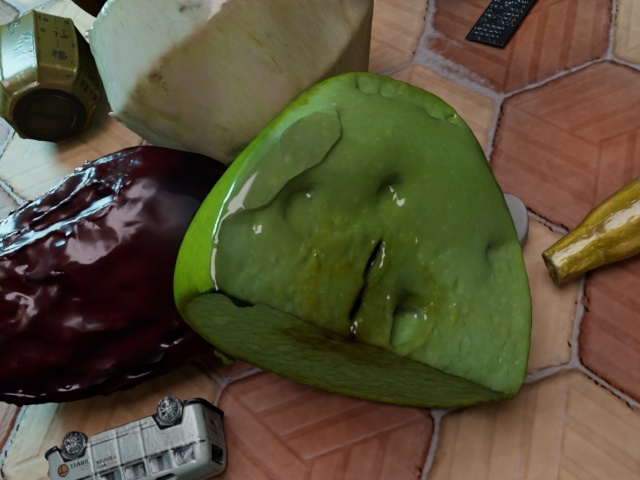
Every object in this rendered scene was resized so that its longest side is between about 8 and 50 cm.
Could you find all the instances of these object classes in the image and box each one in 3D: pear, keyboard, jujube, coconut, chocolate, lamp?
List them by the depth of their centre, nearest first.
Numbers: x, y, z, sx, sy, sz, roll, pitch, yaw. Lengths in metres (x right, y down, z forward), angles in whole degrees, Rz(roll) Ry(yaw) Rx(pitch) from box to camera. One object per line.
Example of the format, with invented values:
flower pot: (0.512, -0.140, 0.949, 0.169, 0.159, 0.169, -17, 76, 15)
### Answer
pear: (0.037, -0.015, 0.815, 0.238, 0.342, 0.318, -23, 48, 59)
chocolate: (0.340, -0.023, 0.870, 0.219, 0.085, 0.085, -31, 53, -1)
jujube: (-0.244, 0.044, 0.928, 0.377, 0.258, 0.258, -25, 53, 10)
coconut: (-0.092, -0.230, 1.009, 0.352, 0.352, 0.352, -9, 55, 13)
keyboard: (0.280, -0.348, 1.145, 0.064, 0.010, 0.198, 24, 68, 32)
lamp: (-0.417, -0.248, 1.227, 0.161, 0.161, 0.185, -23, 50, 3)

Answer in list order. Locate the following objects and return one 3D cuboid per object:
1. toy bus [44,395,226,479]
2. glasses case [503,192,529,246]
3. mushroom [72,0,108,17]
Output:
toy bus: (-0.197, 0.237, 0.874, 0.194, 0.087, 0.089, -19, 63, 4)
glasses case: (0.144, -0.016, 0.945, 0.193, 0.049, 0.074, -2, 60, 17)
mushroom: (-0.259, -0.456, 1.198, 0.345, 0.259, 0.345, -17, 18, 5)
